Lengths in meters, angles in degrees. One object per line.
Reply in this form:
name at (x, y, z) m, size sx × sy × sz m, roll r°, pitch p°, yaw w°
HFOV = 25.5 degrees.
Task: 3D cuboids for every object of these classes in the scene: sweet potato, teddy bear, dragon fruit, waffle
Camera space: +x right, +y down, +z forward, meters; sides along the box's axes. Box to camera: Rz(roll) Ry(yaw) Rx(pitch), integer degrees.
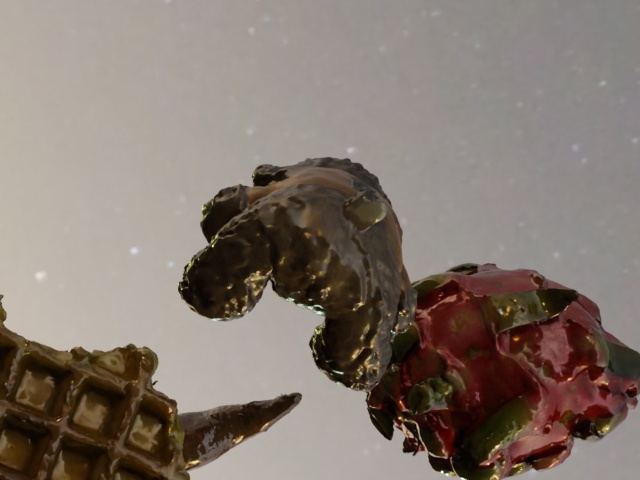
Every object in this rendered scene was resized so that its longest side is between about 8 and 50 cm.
sweet potato at (-0.122, 0.170, 1.180) m, size 0.068 × 0.226 × 0.068 m, roll 60°, pitch 0°, yaw 1°
teddy bear at (0.000, 0.000, 1.044) m, size 0.140 × 0.177 × 0.190 m, roll -59°, pitch -170°, yaw 20°
dragon fruit at (0.195, 0.143, 1.510) m, size 0.231 × 0.303 × 0.237 m, roll -154°, pitch -111°, yaw -65°
waffle at (-0.227, 0.155, 0.975) m, size 0.301 × 0.281 × 0.058 m, roll 47°, pitch -22°, yaw -10°
